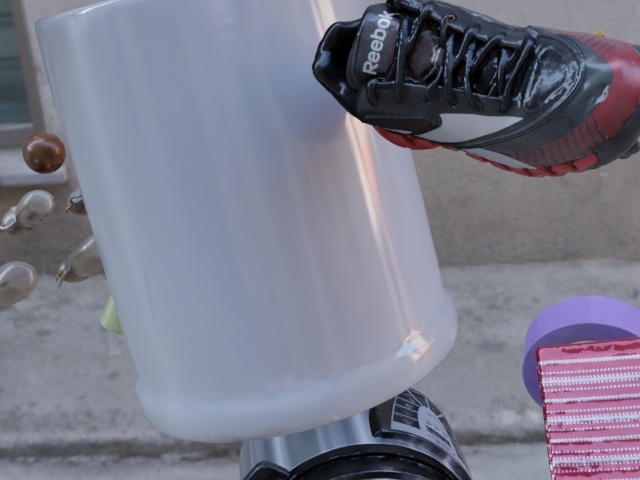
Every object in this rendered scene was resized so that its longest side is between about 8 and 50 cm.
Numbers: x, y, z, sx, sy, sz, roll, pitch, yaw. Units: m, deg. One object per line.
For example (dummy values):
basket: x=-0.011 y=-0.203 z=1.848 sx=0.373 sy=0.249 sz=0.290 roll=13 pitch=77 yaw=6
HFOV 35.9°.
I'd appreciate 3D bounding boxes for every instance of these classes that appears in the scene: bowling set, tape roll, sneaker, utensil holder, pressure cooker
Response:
bowling set: x=-0.331 y=-0.035 z=1.297 sx=0.287 sy=0.200 sz=0.154 roll=-15 pitch=-6 yaw=-32
tape roll: x=0.547 y=0.245 z=1.986 sx=0.274 sy=0.275 sz=0.090 roll=4 pitch=34 yaw=13
sneaker: x=0.095 y=-0.109 z=0.669 sx=0.135 sy=0.098 sz=0.276 roll=20 pitch=-1 yaw=-39
utensil holder: x=-0.068 y=-0.058 z=0.943 sx=0.327 sy=0.386 sz=0.327 roll=-14 pitch=15 yaw=4
pressure cooker: x=0.061 y=0.442 z=1.542 sx=0.369 sy=0.376 sz=0.420 roll=-9 pitch=19 yaw=-3

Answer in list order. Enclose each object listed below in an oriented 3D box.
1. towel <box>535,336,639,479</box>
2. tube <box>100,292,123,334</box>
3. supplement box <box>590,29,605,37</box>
towel: x=0.410 y=0.258 z=1.359 sx=0.198 sy=0.031 sz=0.275 roll=-7 pitch=56 yaw=11
tube: x=-0.293 y=0.039 z=1.611 sx=0.062 sy=0.240 sz=0.070 roll=11 pitch=20 yaw=-38
supplement box: x=0.383 y=-0.273 z=1.631 sx=0.104 sy=0.081 sz=0.188 roll=-24 pitch=5 yaw=-22
